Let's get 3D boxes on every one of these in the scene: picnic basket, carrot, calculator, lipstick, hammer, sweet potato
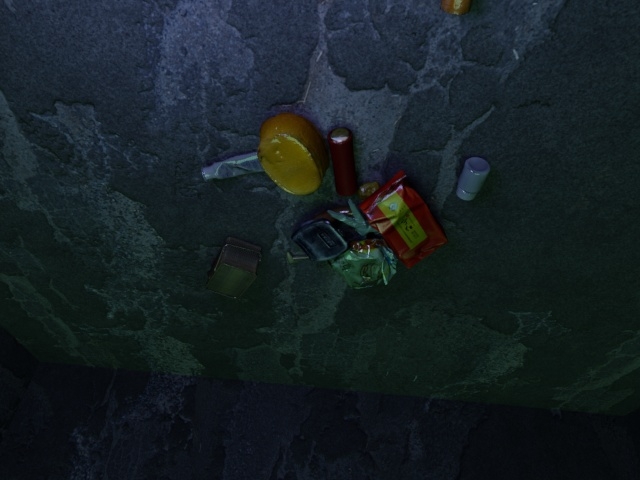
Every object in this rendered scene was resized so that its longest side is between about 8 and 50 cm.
[{"bbox_3d":[-0.368,0.119,1.931,0.165,0.139,0.267,21,140,-20],"label":"picnic basket"},{"bbox_3d":[0.314,-0.605,0.992,0.072,0.072,0.205,4,136,2],"label":"carrot"},{"bbox_3d":[0.000,0.000,1.712,0.177,0.040,0.268,47,142,-14],"label":"calculator"},{"bbox_3d":[0.073,-0.245,1.461,0.080,0.080,0.241,-2,142,10],"label":"lipstick"},{"bbox_3d":[-0.045,0.060,1.916,0.195,0.028,0.060,-5,135,8],"label":"hammer"},{"bbox_3d":[0.022,-0.080,1.699,0.255,0.058,0.078,-23,155,37],"label":"sweet potato"}]

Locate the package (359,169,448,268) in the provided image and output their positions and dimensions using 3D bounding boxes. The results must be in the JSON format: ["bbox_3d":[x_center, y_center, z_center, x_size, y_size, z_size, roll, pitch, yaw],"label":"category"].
[{"bbox_3d":[0.286,-0.068,1.579,0.196,0.123,0.423,-38,134,9],"label":"package"}]

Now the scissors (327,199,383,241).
[{"bbox_3d":[0.164,-0.049,1.688,0.256,0.029,0.383,-17,148,26],"label":"scissors"}]

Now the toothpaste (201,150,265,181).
[{"bbox_3d":[-0.260,-0.248,1.527,0.266,0.061,0.096,-10,139,8],"label":"toothpaste"}]

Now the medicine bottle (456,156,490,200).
[{"bbox_3d":[0.485,-0.196,1.474,0.080,0.080,0.130,5,143,0],"label":"medicine bottle"}]

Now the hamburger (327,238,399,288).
[{"bbox_3d":[0.166,0.105,1.796,0.260,0.150,0.276,8,154,-9],"label":"hamburger"}]

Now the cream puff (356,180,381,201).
[{"bbox_3d":[0.166,-0.164,1.570,0.083,0.058,0.083,18,139,-20],"label":"cream puff"}]

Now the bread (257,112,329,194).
[{"bbox_3d":[-0.080,-0.263,1.404,0.195,0.143,0.270,-11,137,23],"label":"bread"}]
